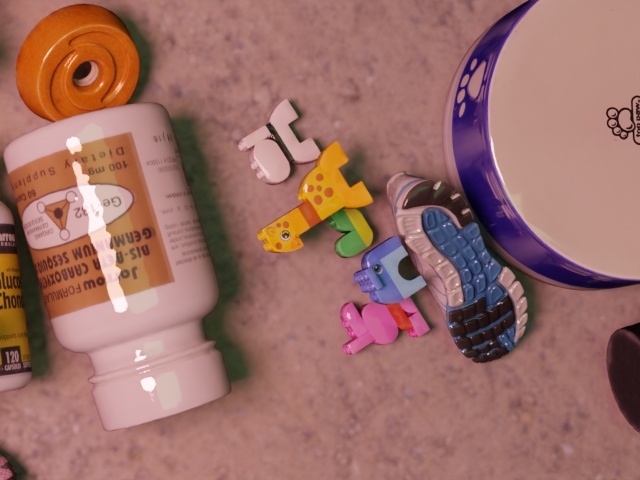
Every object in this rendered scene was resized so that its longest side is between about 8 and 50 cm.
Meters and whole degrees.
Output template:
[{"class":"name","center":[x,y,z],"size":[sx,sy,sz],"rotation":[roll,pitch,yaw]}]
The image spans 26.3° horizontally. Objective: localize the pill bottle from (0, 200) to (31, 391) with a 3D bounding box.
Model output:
[{"class":"pill bottle","center":[-0.277,0.026,1.025],"size":[0.103,0.103,0.184],"rotation":[-7,87,-15]}]

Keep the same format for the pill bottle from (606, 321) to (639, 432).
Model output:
[{"class":"pill bottle","center":[0.364,0.095,1.170],"size":[0.219,0.123,0.123],"rotation":[-12,88,-14]}]

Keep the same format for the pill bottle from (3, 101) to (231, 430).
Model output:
[{"class":"pill bottle","center":[-0.149,0.021,1.043],"size":[0.131,0.131,0.229],"rotation":[-16,89,-15]}]

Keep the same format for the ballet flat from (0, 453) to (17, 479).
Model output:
[{"class":"ballet flat","center":[-0.325,0.233,1.018],"size":[0.079,0.077,0.221],"rotation":[40,72,11]}]

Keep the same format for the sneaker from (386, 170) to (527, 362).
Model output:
[{"class":"sneaker","center":[0.111,0.017,1.144],"size":[0.071,0.083,0.191],"rotation":[-30,116,-5]}]

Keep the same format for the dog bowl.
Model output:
[{"class":"dog bowl","center":[0.244,-0.092,1.166],"size":[0.265,0.104,0.265],"rotation":[1,84,-14]}]

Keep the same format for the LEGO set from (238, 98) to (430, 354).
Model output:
[{"class":"LEGO set","center":[0.000,0.000,1.106],"size":[0.093,0.087,0.227],"rotation":[-33,92,-15]}]

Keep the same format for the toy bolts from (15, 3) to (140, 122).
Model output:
[{"class":"toy bolts","center":[-0.265,-0.193,1.059],"size":[0.228,0.158,0.218],"rotation":[-24,132,-25]}]
